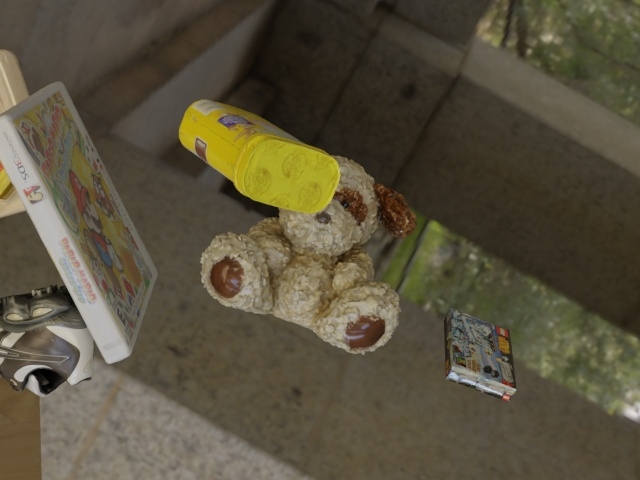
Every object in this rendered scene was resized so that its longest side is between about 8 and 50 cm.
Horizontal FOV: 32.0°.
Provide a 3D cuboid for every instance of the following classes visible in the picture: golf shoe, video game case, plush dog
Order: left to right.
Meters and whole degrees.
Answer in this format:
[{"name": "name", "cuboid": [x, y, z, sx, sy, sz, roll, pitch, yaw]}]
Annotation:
[{"name": "golf shoe", "cuboid": [-0.268, 0.093, 0.963, 0.198, 0.094, 0.077, -11, -176, 42]}, {"name": "video game case", "cuboid": [-0.201, -0.025, 0.945, 0.026, 0.206, 0.227, -24, -166, 4]}, {"name": "plush dog", "cuboid": [0.000, 0.000, 1.460, 0.210, 0.262, 0.225, -34, 144, -85]}]

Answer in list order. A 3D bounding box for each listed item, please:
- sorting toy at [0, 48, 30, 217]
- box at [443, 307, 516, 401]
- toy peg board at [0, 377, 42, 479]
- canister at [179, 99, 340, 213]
[{"name": "sorting toy", "cuboid": [-0.440, -0.113, 1.355, 0.208, 0.193, 0.038, -14, -171, 12]}, {"name": "box", "cuboid": [0.217, 0.155, 1.528, 0.137, 0.094, 0.027, -80, -167, -59]}, {"name": "toy peg board", "cuboid": [-0.398, 0.237, 1.258, 0.161, 0.079, 0.161, 9, 76, -62]}, {"name": "canister", "cuboid": [-0.074, -0.099, 1.279, 0.170, 0.126, 0.073, 36, -72, 50]}]
